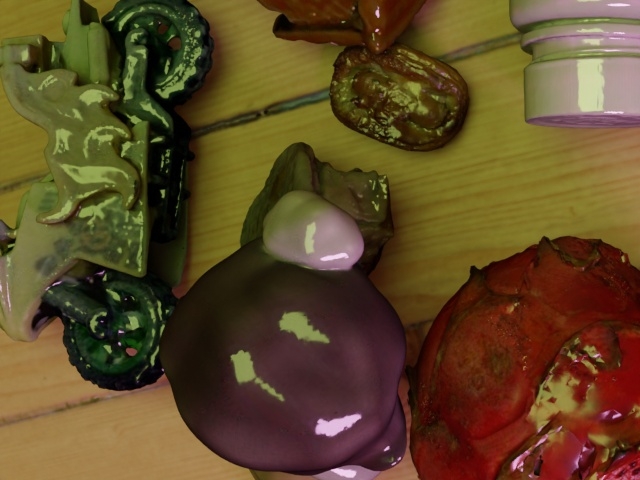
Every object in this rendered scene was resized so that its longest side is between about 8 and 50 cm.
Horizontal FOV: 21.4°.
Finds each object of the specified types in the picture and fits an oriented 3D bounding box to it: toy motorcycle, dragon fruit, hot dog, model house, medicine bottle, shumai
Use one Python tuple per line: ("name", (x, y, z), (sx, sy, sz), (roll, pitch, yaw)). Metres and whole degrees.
("toy motorcycle", (-0.234, -0.056, 1.729), (0.237, 0.169, 0.410), (5, 82, 15))
("dragon fruit", (0.219, 0.151, 1.470), (0.295, 0.295, 0.302), (-22, 53, 18))
("hot dog", (0.074, -0.146, 1.669), (0.147, 0.065, 0.099), (26, 105, 19))
("model house", (0.024, -0.316, 1.659), (0.229, 0.199, 0.219), (41, 143, -5))
("medicine bottle", (0.257, -0.252, 1.552), (0.170, 0.170, 0.293), (-1, 86, 21))
("shumai", (0.000, 0.000, 1.663), (0.120, 0.201, 0.201), (11, 90, -19))

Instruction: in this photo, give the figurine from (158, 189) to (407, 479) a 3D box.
("figurine", (-0.004, 0.141, 1.526), (0.206, 0.365, 0.218), (-26, 59, 2))
